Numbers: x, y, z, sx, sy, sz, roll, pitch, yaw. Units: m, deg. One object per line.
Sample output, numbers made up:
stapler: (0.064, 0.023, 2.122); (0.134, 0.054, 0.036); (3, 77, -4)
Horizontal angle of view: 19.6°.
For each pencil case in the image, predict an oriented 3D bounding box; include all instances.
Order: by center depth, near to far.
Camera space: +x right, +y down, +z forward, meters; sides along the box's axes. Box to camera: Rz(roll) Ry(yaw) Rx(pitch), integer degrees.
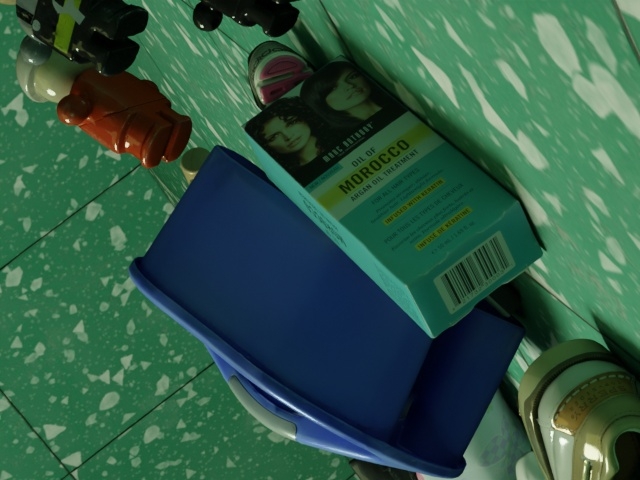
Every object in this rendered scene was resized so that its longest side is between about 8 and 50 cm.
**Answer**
pencil case: (0.106, 0.131, 1.731); (0.273, 0.113, 0.124); (58, -146, -41)

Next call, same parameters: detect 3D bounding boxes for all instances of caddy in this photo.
caddy: (-0.004, 0.071, 1.500); (0.341, 0.179, 0.241); (35, -174, 41)

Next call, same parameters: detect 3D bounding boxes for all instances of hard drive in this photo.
hard drive: (0.092, -0.001, 1.417); (0.135, 0.022, 0.094); (40, -178, -43)

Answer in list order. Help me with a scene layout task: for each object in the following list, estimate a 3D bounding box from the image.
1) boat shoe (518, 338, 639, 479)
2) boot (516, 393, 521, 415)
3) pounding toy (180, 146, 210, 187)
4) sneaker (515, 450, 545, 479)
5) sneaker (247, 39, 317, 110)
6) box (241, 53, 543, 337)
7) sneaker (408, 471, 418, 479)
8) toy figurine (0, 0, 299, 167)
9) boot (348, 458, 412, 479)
boat shoe: (0.231, 0.211, 1.316); (0.302, 0.113, 0.103); (58, 177, -32)
boot: (0.225, 0.207, 1.519); (0.229, 0.091, 0.263); (60, 167, -16)
pounding toy: (-0.062, -0.005, 1.838); (0.206, 0.181, 0.094); (49, 172, 29)
sneaker: (0.244, 0.251, 1.716); (0.152, 0.054, 0.061); (48, 157, 13)
sneaker: (-0.009, -0.103, 1.533); (0.170, 0.063, 0.075); (53, -176, -37)
box: (0.047, -0.038, 1.329); (0.244, 0.100, 0.060); (44, 168, 47)
sneaker: (0.188, 0.270, 1.929); (0.124, 0.107, 0.283); (49, 175, -27)
toy figurine: (-0.130, -0.183, 1.290); (0.148, 0.213, 0.209); (34, 167, 23)
boot: (0.208, 0.468, 2.569); (0.445, 0.146, 0.367); (51, 171, 9)
